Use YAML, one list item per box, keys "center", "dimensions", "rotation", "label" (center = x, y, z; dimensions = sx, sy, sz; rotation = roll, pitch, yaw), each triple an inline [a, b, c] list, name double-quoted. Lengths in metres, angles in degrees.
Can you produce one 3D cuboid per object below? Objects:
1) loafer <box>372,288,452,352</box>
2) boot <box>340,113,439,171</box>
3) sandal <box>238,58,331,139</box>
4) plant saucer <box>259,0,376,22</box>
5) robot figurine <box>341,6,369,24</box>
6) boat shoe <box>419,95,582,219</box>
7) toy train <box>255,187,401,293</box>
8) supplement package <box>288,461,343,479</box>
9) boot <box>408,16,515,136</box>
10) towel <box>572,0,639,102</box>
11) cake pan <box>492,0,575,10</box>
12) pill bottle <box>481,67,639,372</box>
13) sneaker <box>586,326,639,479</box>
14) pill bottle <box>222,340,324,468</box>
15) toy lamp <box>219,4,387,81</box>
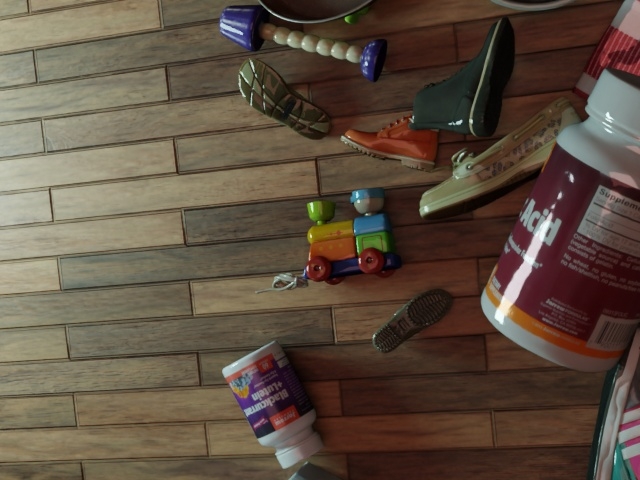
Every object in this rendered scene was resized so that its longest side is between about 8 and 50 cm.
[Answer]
- center: [0.147, 0.127, 1.705]
  dimensions: [0.148, 0.050, 0.056]
  rotation: [-32, 89, 0]
  label: "loafer"
- center: [0.114, -0.167, 1.689]
  dimensions: [0.158, 0.059, 0.084]
  rotation: [14, 95, 6]
  label: "boot"
- center: [-0.060, -0.231, 1.738]
  dimensions: [0.180, 0.049, 0.072]
  rotation: [35, 108, -4]
  label: "sandal"
- center: [0.030, -0.467, 1.638]
  dimensions: [0.311, 0.050, 0.310]
  rotation: [-12, 65, 26]
  label: "plant saucer"
- center: [0.055, -0.406, 1.678]
  dimensions: [0.101, 0.067, 0.115]
  rotation: [24, 99, 15]
  label: "robot figurine"
- center: [0.275, -0.120, 1.629]
  dimensions: [0.285, 0.104, 0.089]
  rotation: [-27, 79, 5]
  label: "boat shoe"
- center: [0.000, 0.000, 1.713]
  dimensions: [0.248, 0.105, 0.143]
  rotation: [-9, 81, 16]
  label: "toy train"
- center: [0.038, 0.500, 1.681]
  dimensions: [0.262, 0.204, 0.145]
  rotation: [26, 100, 12]
  label: "supplement package"
- center: [0.218, -0.257, 1.630]
  dimensions: [0.137, 0.077, 0.197]
  rotation: [6, 65, 33]
  label: "boot"
- center: [0.549, -0.303, 1.534]
  dimensions: [0.237, 0.037, 0.329]
  rotation: [37, 107, 23]
  label: "towel"
- center: [0.334, -0.496, 1.601]
  dimensions: [0.293, 0.054, 0.293]
  rotation: [1, 95, 15]
  label: "cake pan"
- center: [0.405, -0.030, 1.501]
  dimensions: [0.224, 0.224, 0.392]
  rotation: [27, 110, 12]
  label: "pill bottle"
- center: [0.511, 0.286, 1.578]
  dimensions: [0.178, 0.124, 0.295]
  rotation: [11, 91, 9]
  label: "sneaker"
- center: [-0.073, 0.275, 1.745]
  dimensions: [0.108, 0.108, 0.193]
  rotation: [-30, 86, 16]
  label: "pill bottle"
- center: [-0.031, -0.326, 1.706]
  dimensions: [0.275, 0.080, 0.080]
  rotation: [18, 99, 11]
  label: "toy lamp"
